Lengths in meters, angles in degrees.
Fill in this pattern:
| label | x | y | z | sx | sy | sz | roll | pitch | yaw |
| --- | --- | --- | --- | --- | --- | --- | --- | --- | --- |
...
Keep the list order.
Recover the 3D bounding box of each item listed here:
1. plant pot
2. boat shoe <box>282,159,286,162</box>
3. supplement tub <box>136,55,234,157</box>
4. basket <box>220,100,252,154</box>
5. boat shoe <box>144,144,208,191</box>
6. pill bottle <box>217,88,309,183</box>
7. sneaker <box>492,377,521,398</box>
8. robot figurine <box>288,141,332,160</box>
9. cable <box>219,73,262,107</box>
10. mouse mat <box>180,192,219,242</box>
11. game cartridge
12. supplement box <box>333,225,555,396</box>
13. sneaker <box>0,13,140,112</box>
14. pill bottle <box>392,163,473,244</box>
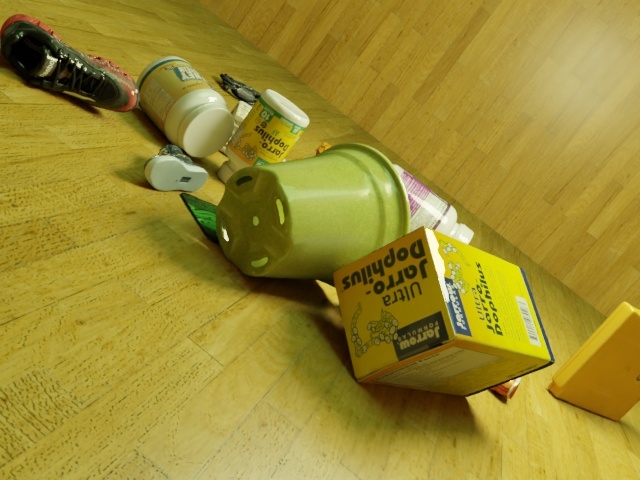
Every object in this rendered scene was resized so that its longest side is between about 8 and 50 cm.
| label | x | y | z | sx | sy | sz | roll | pitch | yaw |
| --- | --- | --- | --- | --- | --- | --- | --- | --- | --- |
| plant pot | -0.030 | -0.035 | 1.335 | 0.254 | 0.276 | 0.276 | -5 | 43 | -48 |
| boat shoe | -0.079 | -0.102 | 1.729 | 0.076 | 0.083 | 0.226 | -18 | 55 | -34 |
| supplement tub | -0.286 | -0.281 | 1.633 | 0.199 | 0.144 | 0.144 | 46 | 18 | 31 |
| basket | -0.158 | -0.234 | 1.837 | 0.167 | 0.113 | 0.103 | 34 | 18 | -12 |
| boat shoe | -0.280 | -0.135 | 1.394 | 0.083 | 0.065 | 0.183 | 40 | 9 | 16 |
| pill bottle | -0.127 | -0.203 | 1.634 | 0.118 | 0.208 | 0.117 | 34 | 15 | -11 |
| sneaker | 0.396 | 0.283 | 1.654 | 0.067 | 0.064 | 0.175 | 31 | 11 | 14 |
| robot figurine | 0.063 | -0.128 | 1.952 | 0.291 | 0.085 | 0.211 | 41 | 49 | 22 |
| cable | -0.242 | -0.469 | 2.469 | 0.184 | 0.047 | 0.150 | 22 | 16 | -36 |
| mouse mat | -0.160 | -0.021 | 1.422 | 0.190 | 0.007 | 0.152 | 20 | 23 | -44 |
| game cartridge | 0.740 | 0.306 | 1.913 | 0.324 | 0.285 | 0.052 | 26 | 20 | -36 |
| supplement box | 0.218 | 0.136 | 1.328 | 0.356 | 0.194 | 0.195 | 19 | 50 | -48 |
| sneaker | -0.465 | -0.311 | 1.424 | 0.276 | 0.097 | 0.135 | 29 | 17 | -19 |
| pill bottle | 0.274 | -0.064 | 2.179 | 0.301 | 0.169 | 0.169 | 37 | 16 | -1 |
